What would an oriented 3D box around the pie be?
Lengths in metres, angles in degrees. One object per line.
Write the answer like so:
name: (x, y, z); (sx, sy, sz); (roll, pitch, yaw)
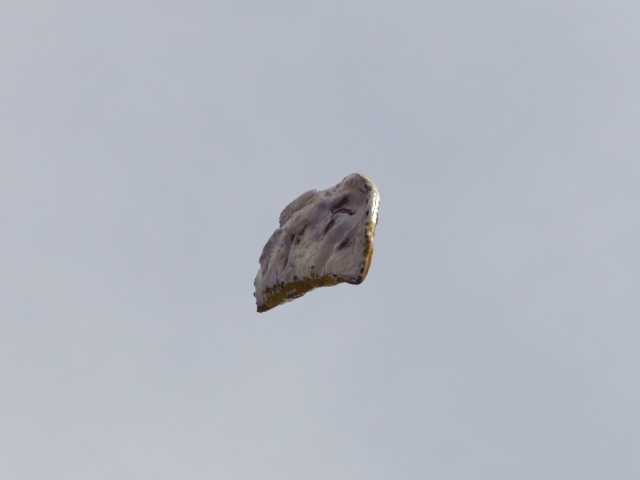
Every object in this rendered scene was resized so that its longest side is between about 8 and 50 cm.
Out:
pie: (0.000, 0.000, 1.154); (0.034, 0.170, 0.092); (26, -111, -19)
